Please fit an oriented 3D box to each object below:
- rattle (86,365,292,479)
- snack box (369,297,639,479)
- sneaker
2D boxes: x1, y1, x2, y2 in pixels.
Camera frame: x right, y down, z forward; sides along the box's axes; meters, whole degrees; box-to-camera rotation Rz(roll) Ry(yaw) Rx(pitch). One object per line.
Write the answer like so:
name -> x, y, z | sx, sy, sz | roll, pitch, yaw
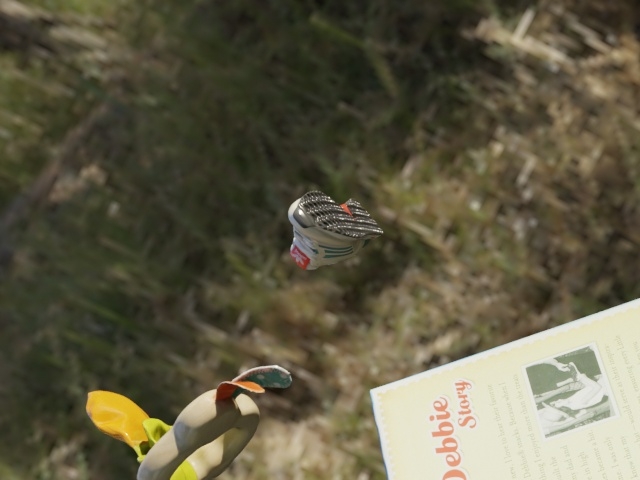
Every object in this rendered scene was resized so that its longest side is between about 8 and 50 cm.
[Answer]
rattle -> -0.118, 0.132, 1.670 | 0.143, 0.130, 0.200 | 64, 152, 30
snack box -> 0.138, 0.166, 0.878 | 0.187, 0.060, 0.322 | -19, 40, 7
sneaker -> 0.000, 0.000, 1.768 | 0.075, 0.057, 0.161 | -43, -15, 15
